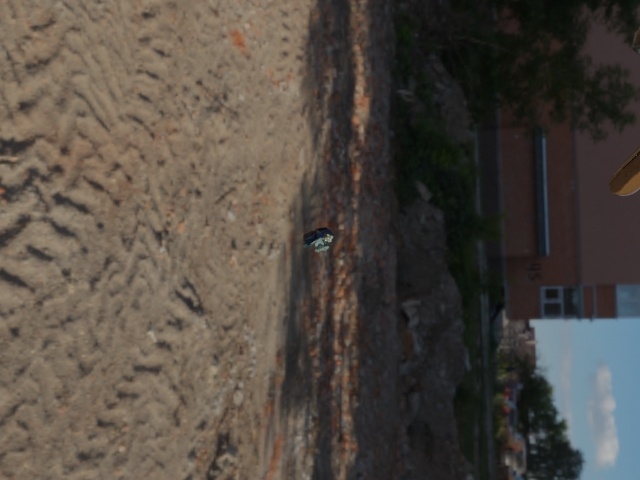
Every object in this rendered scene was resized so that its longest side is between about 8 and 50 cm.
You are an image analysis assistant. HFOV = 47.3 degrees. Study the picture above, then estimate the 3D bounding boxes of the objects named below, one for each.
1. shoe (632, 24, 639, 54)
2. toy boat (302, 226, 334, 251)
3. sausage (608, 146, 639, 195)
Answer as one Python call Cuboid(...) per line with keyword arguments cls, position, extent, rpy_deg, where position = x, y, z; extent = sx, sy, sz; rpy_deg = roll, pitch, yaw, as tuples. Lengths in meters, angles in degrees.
Cuboid(cls="shoe", position=(0.582, -0.317, 0.991), extent=(0.109, 0.293, 0.149), rpy_deg=(-34, 129, -80))
Cuboid(cls="toy boat", position=(0.000, 0.000, 1.070), extent=(0.083, 0.038, 0.038), rpy_deg=(-13, 100, -68))
Cuboid(cls="sausage", position=(0.252, -0.068, 0.538), extent=(0.116, 0.026, 0.026), rpy_deg=(116, -17, -58))
